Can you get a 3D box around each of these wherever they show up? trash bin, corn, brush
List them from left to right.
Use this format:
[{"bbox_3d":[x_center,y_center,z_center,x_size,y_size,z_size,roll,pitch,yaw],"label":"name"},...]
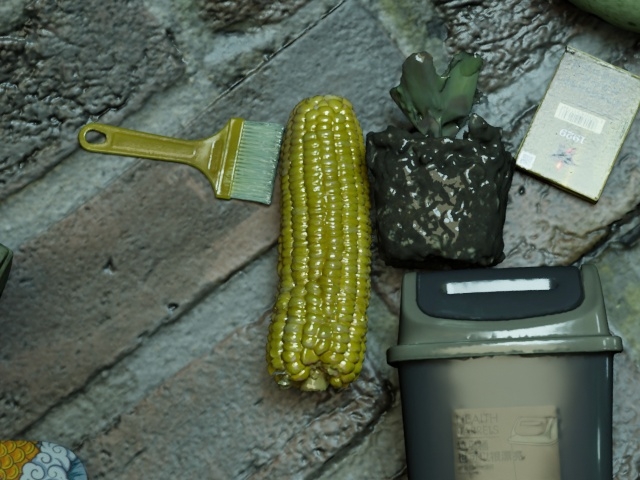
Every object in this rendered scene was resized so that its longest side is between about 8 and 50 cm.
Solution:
[{"bbox_3d":[-0.141,-0.089,1.625,0.205,0.011,0.083,9,80,7],"label":"brush"},{"bbox_3d":[0.000,0.000,1.555,0.101,0.101,0.291,0,75,5],"label":"corn"},{"bbox_3d":[0.167,0.169,1.463,0.210,0.182,0.290,-3,84,4],"label":"trash bin"}]

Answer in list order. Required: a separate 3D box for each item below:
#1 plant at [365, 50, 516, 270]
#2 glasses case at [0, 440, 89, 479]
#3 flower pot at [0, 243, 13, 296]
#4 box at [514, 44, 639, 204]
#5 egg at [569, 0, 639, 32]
[{"bbox_3d":[0.114,-0.072,1.540,0.131,0.142,0.203,-6,86,17],"label":"plant"},{"bbox_3d":[-0.374,0.252,1.523,0.321,0.082,0.122,-2,64,-3],"label":"glasses case"},{"bbox_3d":[-0.434,0.034,1.505,0.259,0.290,0.290,24,81,-2],"label":"flower pot"},{"bbox_3d":[0.252,-0.112,1.589,0.090,0.023,0.133,23,81,10],"label":"box"},{"bbox_3d":[0.302,-0.284,1.544,0.228,0.177,0.177,7,79,19],"label":"egg"}]
